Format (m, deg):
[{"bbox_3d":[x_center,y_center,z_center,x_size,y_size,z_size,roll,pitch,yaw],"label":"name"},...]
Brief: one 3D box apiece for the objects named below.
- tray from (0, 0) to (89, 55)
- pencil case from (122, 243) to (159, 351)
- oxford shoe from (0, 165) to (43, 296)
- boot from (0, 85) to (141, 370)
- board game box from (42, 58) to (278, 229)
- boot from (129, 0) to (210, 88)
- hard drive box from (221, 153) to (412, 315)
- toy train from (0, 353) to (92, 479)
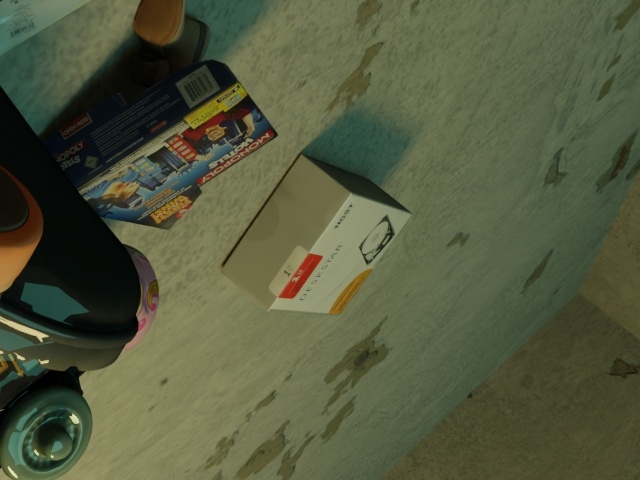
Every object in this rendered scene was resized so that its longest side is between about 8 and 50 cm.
[{"bbox_3d":[-0.229,-0.183,0.837,0.270,0.030,0.145,-39,157,-26],"label":"tray"},{"bbox_3d":[-0.248,0.027,1.029,0.124,0.124,0.284,-51,158,1],"label":"pencil case"},{"bbox_3d":[-0.318,-0.031,0.520,0.133,0.363,0.130,-58,-166,21],"label":"oxford shoe"},{"bbox_3d":[-0.146,-0.184,0.633,0.367,0.146,0.445,32,98,-26],"label":"boot"},{"bbox_3d":[-0.144,-0.081,1.079,0.194,0.060,0.194,-33,164,2],"label":"board game box"},{"bbox_3d":[-0.126,-0.184,1.032,0.087,0.042,0.118,-27,151,-58],"label":"boot"},{"bbox_3d":[0.000,0.000,1.509,0.181,0.089,0.232,-55,158,10],"label":"hard drive box"},{"bbox_3d":[-0.305,0.132,0.801,0.334,0.142,0.190,-39,132,-25],"label":"toy train"}]
